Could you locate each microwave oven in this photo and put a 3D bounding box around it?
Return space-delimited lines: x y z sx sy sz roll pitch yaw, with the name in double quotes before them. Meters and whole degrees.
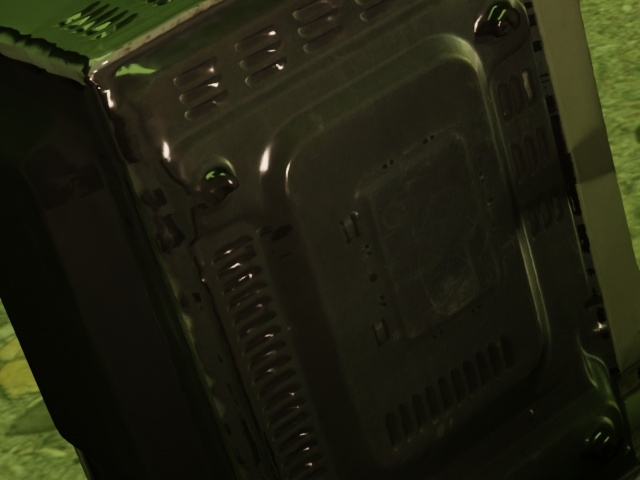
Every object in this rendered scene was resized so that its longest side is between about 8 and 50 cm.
"microwave oven" 0.000 0.000 0.956 0.286 0.355 0.218 -32 32 -26
